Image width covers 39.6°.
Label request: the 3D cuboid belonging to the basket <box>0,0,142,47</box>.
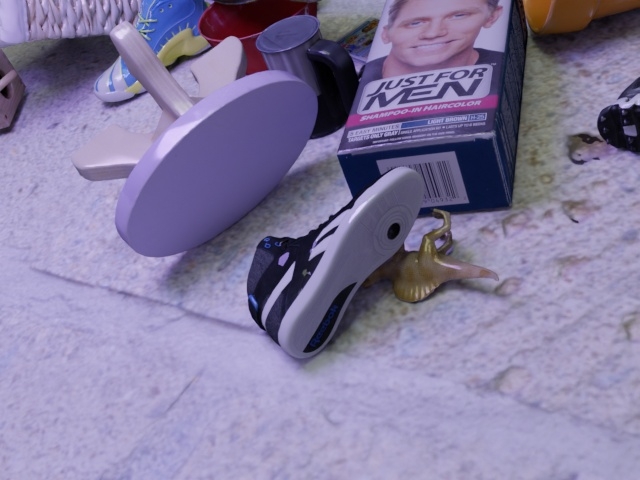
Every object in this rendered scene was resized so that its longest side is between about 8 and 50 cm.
[{"bbox_3d":[-0.482,-0.488,1.453,0.266,0.331,0.328,-16,19,-41],"label":"basket"}]

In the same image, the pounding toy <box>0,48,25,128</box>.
[{"bbox_3d":[-0.547,-0.214,1.437,0.181,0.094,0.206,-16,40,11],"label":"pounding toy"}]

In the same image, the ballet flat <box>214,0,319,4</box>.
[{"bbox_3d":[-0.083,-0.395,1.258,0.348,0.123,0.123,20,55,41],"label":"ballet flat"}]

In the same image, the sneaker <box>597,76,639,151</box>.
[{"bbox_3d":[0.405,-0.134,0.885,0.234,0.078,0.106,12,53,39],"label":"sneaker"}]

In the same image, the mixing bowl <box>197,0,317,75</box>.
[{"bbox_3d":[-0.077,-0.303,1.301,0.181,0.098,0.181,-14,39,12],"label":"mixing bowl"}]

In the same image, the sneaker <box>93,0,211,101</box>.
[{"bbox_3d":[-0.273,-0.324,1.401,0.240,0.126,0.091,-39,41,-19],"label":"sneaker"}]

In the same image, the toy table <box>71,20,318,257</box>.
[{"bbox_3d":[-0.155,-0.125,1.043,0.274,0.252,0.161,-34,55,-23],"label":"toy table"}]

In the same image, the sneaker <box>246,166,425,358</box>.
[{"bbox_3d":[0.000,0.000,0.891,0.217,0.079,0.121,-53,45,-3],"label":"sneaker"}]

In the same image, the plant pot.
[{"bbox_3d":[0.360,-0.361,1.093,0.188,0.205,0.205,-2,41,1],"label":"plant pot"}]

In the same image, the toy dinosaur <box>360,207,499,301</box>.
[{"bbox_3d":[0.110,0.020,0.891,0.183,0.053,0.092,-2,58,35],"label":"toy dinosaur"}]

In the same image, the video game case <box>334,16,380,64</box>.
[{"bbox_3d":[0.079,-0.282,1.270,0.087,0.011,0.122,-38,41,-17],"label":"video game case"}]

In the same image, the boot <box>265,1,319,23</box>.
[{"bbox_3d":[-0.048,-0.431,1.454,0.213,0.077,0.165,-41,43,-17],"label":"boot"}]

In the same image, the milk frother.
[{"bbox_3d":[0.009,-0.228,1.145,0.129,0.134,0.143,1,45,26],"label":"milk frother"}]

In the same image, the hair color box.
[{"bbox_3d":[0.144,-0.181,1.049,0.174,0.105,0.347,-5,42,21],"label":"hair color box"}]
